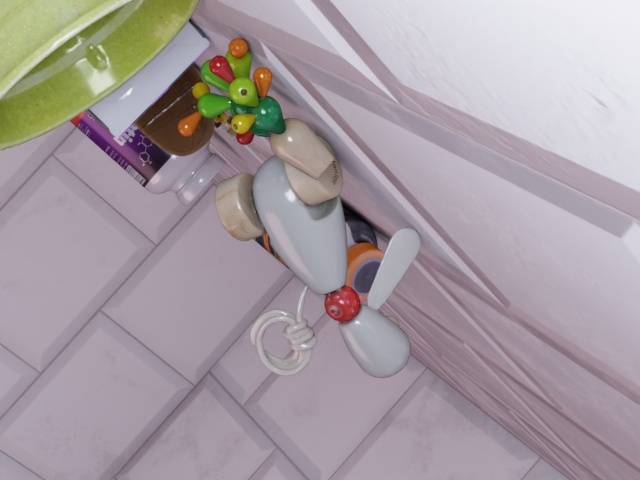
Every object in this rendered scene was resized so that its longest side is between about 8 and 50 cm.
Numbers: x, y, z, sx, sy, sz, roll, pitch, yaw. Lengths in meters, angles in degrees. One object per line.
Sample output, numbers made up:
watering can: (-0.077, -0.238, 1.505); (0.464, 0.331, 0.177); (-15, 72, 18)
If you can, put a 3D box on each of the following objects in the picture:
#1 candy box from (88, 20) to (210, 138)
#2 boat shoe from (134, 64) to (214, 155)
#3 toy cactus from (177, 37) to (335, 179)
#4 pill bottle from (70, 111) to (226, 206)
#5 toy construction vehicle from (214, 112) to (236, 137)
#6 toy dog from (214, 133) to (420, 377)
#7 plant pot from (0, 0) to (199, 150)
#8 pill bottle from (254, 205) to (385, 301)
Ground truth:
candy box: (-0.245, -0.227, 1.577); (0.070, 0.165, 0.196); (46, 175, -28)
boat shoe: (-0.280, -0.273, 1.858); (0.342, 0.123, 0.123); (49, -179, -34)
toy cactus: (-0.068, -0.131, 1.390); (0.180, 0.112, 0.219); (40, 167, -2)
pill bottle: (-0.353, -0.222, 2.554); (0.323, 0.181, 0.181); (42, 176, -6)
toy construction vehicle: (-0.179, -0.209, 2.066); (0.098, 0.035, 0.086); (44, 175, -26)
toy dog: (0.010, 0.003, 1.576); (0.220, 0.161, 0.334); (0, 121, 23)
plant pot: (-0.305, -0.271, 1.257); (0.254, 0.276, 0.276); (53, 176, 2)
pill bottle: (0.000, 0.000, 1.917); (0.245, 0.130, 0.130); (37, 174, 44)
